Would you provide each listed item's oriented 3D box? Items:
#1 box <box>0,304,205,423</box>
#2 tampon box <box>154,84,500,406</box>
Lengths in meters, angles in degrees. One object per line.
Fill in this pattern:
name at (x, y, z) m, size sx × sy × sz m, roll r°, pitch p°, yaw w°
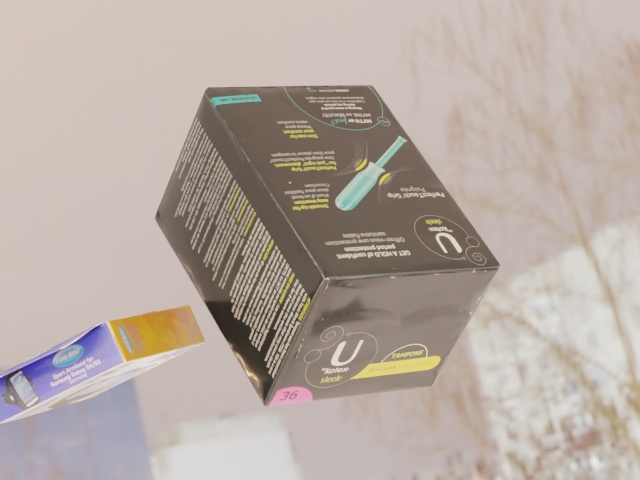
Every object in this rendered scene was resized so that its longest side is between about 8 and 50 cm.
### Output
box at (-0.123, 0.067, 0.941) m, size 0.081 × 0.028 × 0.136 m, roll -26°, pitch -4°, yaw 16°
tampon box at (0.000, 0.000, 0.991) m, size 0.120 × 0.161 × 0.101 m, roll -3°, pitch -46°, yaw -33°
